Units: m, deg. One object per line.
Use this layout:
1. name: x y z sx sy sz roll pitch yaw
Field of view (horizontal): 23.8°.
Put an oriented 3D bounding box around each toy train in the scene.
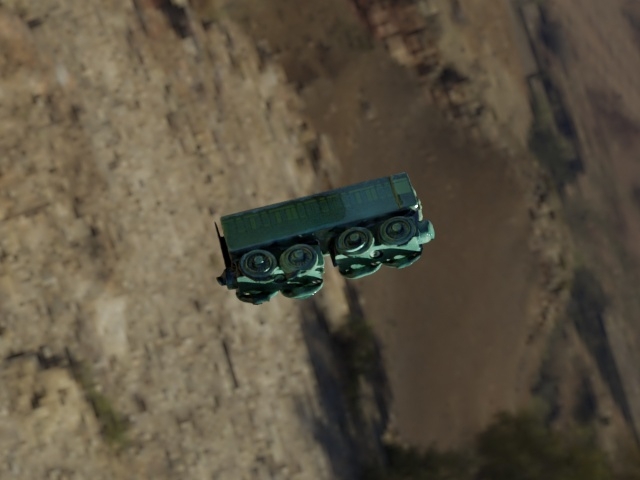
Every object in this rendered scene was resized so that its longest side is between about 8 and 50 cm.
1. toy train: 0.000 0.000 1.013 0.038 0.148 0.071 81 -7 -46
